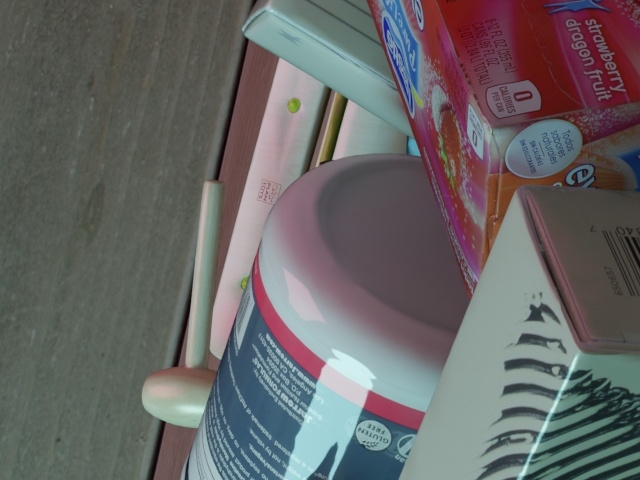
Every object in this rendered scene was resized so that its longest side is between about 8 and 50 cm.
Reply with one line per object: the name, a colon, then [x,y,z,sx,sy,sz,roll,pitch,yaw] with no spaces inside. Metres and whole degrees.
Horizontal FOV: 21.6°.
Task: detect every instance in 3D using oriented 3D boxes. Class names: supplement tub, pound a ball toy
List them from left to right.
pound a ball toy: [0.000,0.000,1.306,0.208,0.135,0.319,13,-88,-64]
supplement tub: [0.030,0.108,0.915,0.191,0.191,0.272,-90,16,-54]

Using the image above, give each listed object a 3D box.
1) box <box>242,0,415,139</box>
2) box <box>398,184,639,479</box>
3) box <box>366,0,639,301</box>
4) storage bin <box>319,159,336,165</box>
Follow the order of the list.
box: [0.096,-0.218,0.945,0.311,0.148,0.121,-59,10,-4]
box: [0.098,0.110,0.698,0.094,0.113,0.275,-105,23,-47]
box: [0.097,-0.111,0.757,0.123,0.128,0.257,87,170,-51]
storage bin: [0.062,0.001,1.099,0.098,0.135,0.091,-115,31,-74]
